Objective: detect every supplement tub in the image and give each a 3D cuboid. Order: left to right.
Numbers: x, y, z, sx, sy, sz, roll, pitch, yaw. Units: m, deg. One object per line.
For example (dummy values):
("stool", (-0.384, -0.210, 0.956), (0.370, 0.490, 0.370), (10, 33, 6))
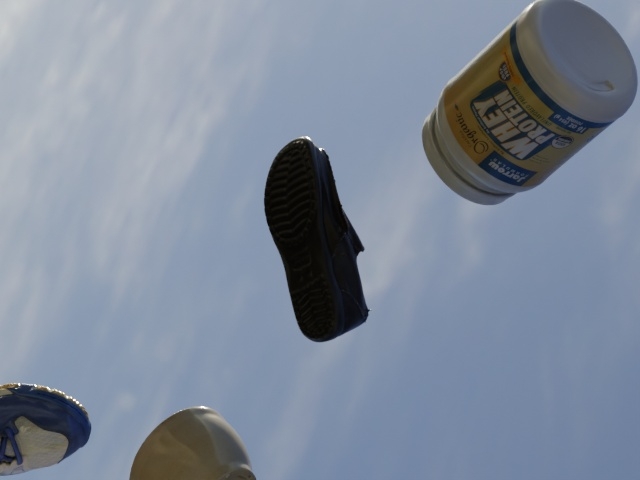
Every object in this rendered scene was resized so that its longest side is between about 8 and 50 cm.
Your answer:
("supplement tub", (0.209, -0.138, 1.925), (0.200, 0.144, 0.144), (-43, -149, 43))

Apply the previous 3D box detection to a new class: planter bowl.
("planter bowl", (-0.151, 0.311, 2.448), (0.109, 0.162, 0.162), (34, -80, 40))

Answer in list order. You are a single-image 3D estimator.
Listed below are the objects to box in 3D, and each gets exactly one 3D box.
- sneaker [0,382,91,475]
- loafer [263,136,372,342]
("sneaker", (-0.398, 0.241, 2.084), (0.296, 0.112, 0.131), (-9, -149, 13))
("loafer", (0.000, 0.000, 1.993), (0.080, 0.078, 0.220), (-18, -104, 42))
